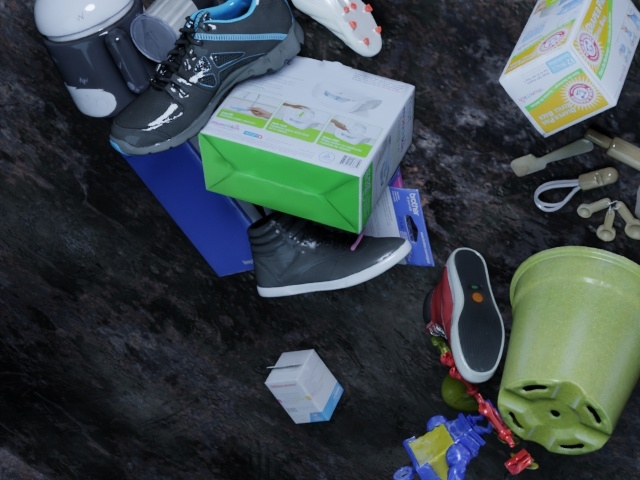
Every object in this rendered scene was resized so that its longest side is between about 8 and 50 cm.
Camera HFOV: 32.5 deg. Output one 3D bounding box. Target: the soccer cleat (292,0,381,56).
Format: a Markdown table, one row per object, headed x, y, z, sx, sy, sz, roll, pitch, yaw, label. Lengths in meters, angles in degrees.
| x | y | z | sx | sy | sz | roll | pitch | yaw | label |
| --- | --- | --- | --- | --- | --- | --- | --- | --- | --- |
| 0.012 | -0.344 | 1.614 | 0.196 | 0.068 | 0.076 | 47 | 142 | -8 | soccer cleat |

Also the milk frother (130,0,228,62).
| x | y | z | sx | sy | sz | roll | pitch | yaw | label |
| --- | --- | --- | --- | --- | --- | --- | --- | --- | --- |
| -0.190 | -0.336 | 1.684 | 0.143 | 0.134 | 0.129 | -16 | 122 | 41 | milk frother |

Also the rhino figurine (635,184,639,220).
| x | y | z | sx | sy | sz | roll | pitch | yaw | label |
| --- | --- | --- | --- | --- | --- | --- | --- | --- | --- |
| 0.499 | -0.116 | 1.524 | 0.106 | 0.073 | 0.243 | 2 | 119 | 5 | rhino figurine |

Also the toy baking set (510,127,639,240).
| x | y | z | sx | sy | sz | roll | pitch | yaw | label |
| --- | --- | --- | --- | --- | --- | --- | --- | --- | --- |
| 0.420 | -0.081 | 1.656 | 0.256 | 0.030 | 0.196 | 30 | 140 | 1 | toy baking set |

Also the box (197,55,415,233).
| x | y | z | sx | sy | sz | roll | pitch | yaw | label |
| --- | --- | --- | --- | --- | --- | --- | --- | --- | --- |
| -0.016 | -0.161 | 1.683 | 0.262 | 0.231 | 0.126 | 16 | 138 | 16 | box |

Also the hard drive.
| x | y | z | sx | sy | sz | roll | pitch | yaw | label |
| --- | --- | --- | --- | --- | --- | --- | --- | --- | --- |
| -0.217 | -0.076 | 1.990 | 0.210 | 0.040 | 0.318 | -14 | 119 | 52 | hard drive |

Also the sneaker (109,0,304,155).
| x | y | z | sx | sy | sz | roll | pitch | yaw | label |
| --- | --- | --- | --- | --- | --- | --- | --- | --- | --- |
| -0.185 | -0.261 | 1.610 | 0.125 | 0.341 | 0.139 | 35 | 160 | 41 | sneaker |

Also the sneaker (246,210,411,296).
| x | y | z | sx | sy | sz | roll | pitch | yaw | label |
| --- | --- | --- | --- | --- | --- | --- | --- | --- | --- |
| 0.000 | 0.000 | 1.846 | 0.296 | 0.104 | 0.146 | -12 | 109 | 27 | sneaker |

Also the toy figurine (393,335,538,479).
| x | y | z | sx | sy | sz | roll | pitch | yaw | label |
| --- | --- | --- | --- | --- | --- | --- | --- | --- | --- |
| 0.199 | 0.330 | 1.923 | 0.217 | 0.362 | 0.191 | -38 | 110 | 3 | toy figurine |

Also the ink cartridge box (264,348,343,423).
| x | y | z | sx | sy | sz | roll | pitch | yaw | label |
| --- | --- | --- | --- | --- | --- | --- | --- | --- | --- |
| -0.037 | 0.294 | 2.264 | 0.092 | 0.090 | 0.143 | -12 | 123 | 38 | ink cartridge box |

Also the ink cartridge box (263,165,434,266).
| x | y | z | sx | sy | sz | roll | pitch | yaw | label |
| --- | --- | --- | --- | --- | --- | --- | --- | --- | --- |
| 0.046 | -0.053 | 1.886 | 0.311 | 0.065 | 0.185 | 9 | 137 | 27 | ink cartridge box |

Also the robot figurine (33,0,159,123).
| x | y | z | sx | sy | sz | roll | pitch | yaw | label |
| --- | --- | --- | --- | --- | --- | --- | --- | --- | --- |
| -0.345 | -0.312 | 1.777 | 0.209 | 0.173 | 0.278 | 0 | 131 | 27 | robot figurine |

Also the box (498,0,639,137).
| x | y | z | sx | sy | sz | roll | pitch | yaw | label |
| --- | --- | --- | --- | --- | --- | --- | --- | --- | --- |
| 0.327 | -0.245 | 1.414 | 0.114 | 0.203 | 0.103 | -24 | 116 | 44 | box |

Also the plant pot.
| x | y | z | sx | sy | sz | roll | pitch | yaw | label |
| --- | --- | --- | --- | --- | --- | --- | --- | --- | --- |
| 0.406 | 0.193 | 1.771 | 0.276 | 0.254 | 0.276 | 17 | 137 | 16 | plant pot |

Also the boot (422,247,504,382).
| x | y | z | sx | sy | sz | roll | pitch | yaw | label |
| --- | --- | --- | --- | --- | --- | --- | --- | --- | --- |
| 0.232 | 0.159 | 1.865 | 0.088 | 0.244 | 0.176 | 9 | 142 | -15 | boot |
